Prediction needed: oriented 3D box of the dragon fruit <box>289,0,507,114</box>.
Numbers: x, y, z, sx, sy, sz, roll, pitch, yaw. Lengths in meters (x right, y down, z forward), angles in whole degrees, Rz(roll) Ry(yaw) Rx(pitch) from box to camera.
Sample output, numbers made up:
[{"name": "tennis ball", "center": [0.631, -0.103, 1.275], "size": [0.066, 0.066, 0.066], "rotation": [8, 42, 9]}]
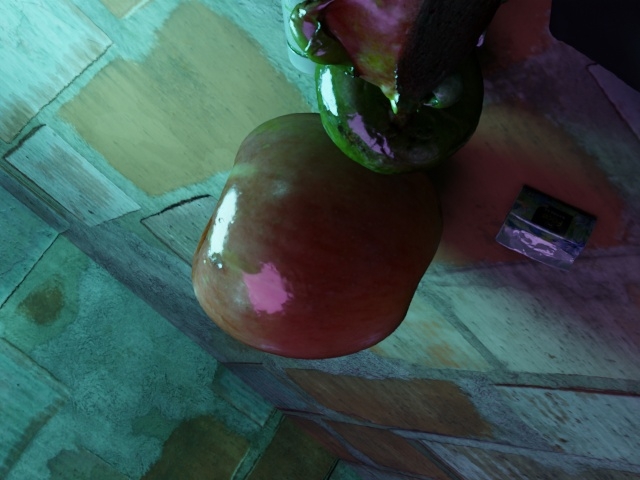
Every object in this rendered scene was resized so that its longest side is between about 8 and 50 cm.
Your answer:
[{"name": "dragon fruit", "center": [0.100, -0.242, 0.652], "size": [0.130, 0.268, 0.295], "rotation": [37, 148, 18]}]

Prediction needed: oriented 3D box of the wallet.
[{"name": "wallet", "center": [0.256, -0.217, 0.627], "size": [0.146, 0.030, 0.285], "rotation": [49, -177, 22]}]

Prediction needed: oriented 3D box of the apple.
[{"name": "apple", "center": [0.000, 0.000, 1.078], "size": [0.364, 0.363, 0.363], "rotation": [25, 153, 14]}]

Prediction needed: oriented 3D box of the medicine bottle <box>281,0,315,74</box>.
[{"name": "medicine bottle", "center": [-0.005, -0.290, 0.870], "size": [0.086, 0.086, 0.183], "rotation": [24, 153, 17]}]

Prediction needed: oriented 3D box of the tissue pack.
[{"name": "tissue pack", "center": [0.308, -0.007, 1.026], "size": [0.111, 0.079, 0.085], "rotation": [27, 153, 12]}]

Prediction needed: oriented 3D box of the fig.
[{"name": "fig", "center": [0.073, -0.181, 0.883], "size": [0.203, 0.203, 0.235], "rotation": [41, 174, -17]}]
